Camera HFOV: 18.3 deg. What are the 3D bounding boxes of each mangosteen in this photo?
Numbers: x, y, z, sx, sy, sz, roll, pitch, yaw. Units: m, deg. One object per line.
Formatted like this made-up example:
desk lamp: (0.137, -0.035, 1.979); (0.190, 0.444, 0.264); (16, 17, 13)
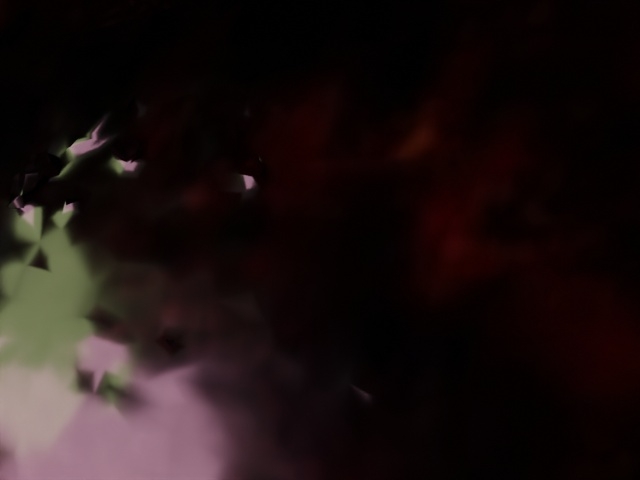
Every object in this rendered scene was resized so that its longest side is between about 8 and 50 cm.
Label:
mangosteen: (0.036, 0.008, 0.513); (0.381, 0.381, 0.421); (151, 115, -62)
